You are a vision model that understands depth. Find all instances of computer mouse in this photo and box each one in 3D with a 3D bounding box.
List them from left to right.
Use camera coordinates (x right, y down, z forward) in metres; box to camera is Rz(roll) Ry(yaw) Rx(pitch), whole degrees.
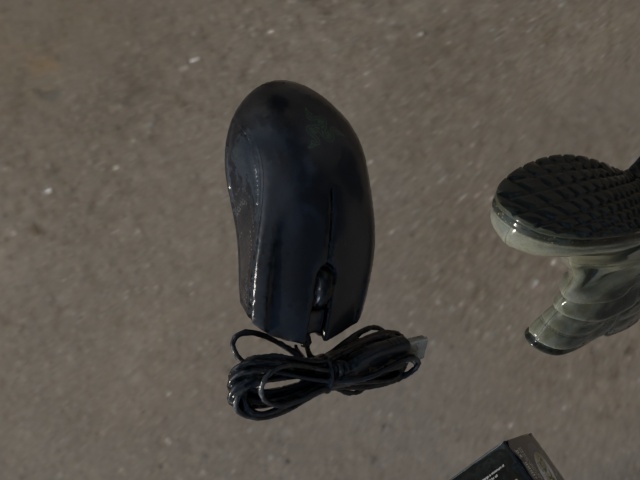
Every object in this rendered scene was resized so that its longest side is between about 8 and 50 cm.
[{"bbox_3d":[0.000,0.000,1.149,0.072,0.188,0.272,-7,92,56],"label":"computer mouse"}]

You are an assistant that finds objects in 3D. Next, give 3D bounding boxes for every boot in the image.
[{"bbox_3d":[0.189,0.023,1.005,0.083,0.246,0.161,45,125,31],"label":"boot"}]

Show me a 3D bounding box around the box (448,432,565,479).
[{"bbox_3d":[0.090,0.227,0.842,0.180,0.077,0.147,-39,74,14],"label":"box"}]
